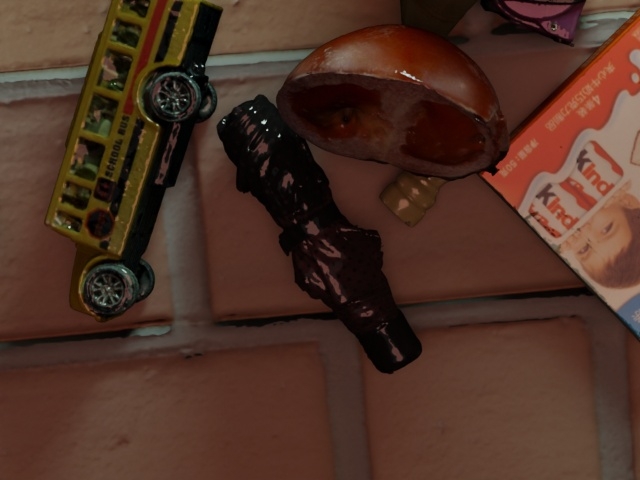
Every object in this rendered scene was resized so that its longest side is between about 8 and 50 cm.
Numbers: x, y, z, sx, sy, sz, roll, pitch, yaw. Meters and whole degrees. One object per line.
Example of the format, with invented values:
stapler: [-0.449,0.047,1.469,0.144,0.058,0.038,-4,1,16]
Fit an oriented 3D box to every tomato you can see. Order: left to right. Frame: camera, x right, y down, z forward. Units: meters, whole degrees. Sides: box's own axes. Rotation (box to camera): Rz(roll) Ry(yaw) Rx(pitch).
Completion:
tomato: [0.079,-0.151,1.498,0.228,0.199,0.112,15,70,-2]

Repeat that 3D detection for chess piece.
chess piece: [0.119,-0.072,1.608,0.066,0.066,0.122,40,99,-6]

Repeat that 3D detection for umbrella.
umbrella: [0.000,0.000,1.598,0.094,0.090,0.326,-34,98,-20]

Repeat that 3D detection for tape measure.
tape measure: [0.226,-0.270,1.578,0.125,0.074,0.118,19,96,-6]

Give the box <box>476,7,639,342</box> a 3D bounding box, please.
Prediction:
box: [0.347,-0.073,1.622,0.265,0.048,0.273,44,93,-7]

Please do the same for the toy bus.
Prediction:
toy bus: [-0.192,-0.089,1.566,0.123,0.121,0.336,19,96,5]

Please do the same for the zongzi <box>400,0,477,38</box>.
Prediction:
zongzi: [0.139,-0.453,1.526,0.181,0.418,0.447,7,55,-20]
